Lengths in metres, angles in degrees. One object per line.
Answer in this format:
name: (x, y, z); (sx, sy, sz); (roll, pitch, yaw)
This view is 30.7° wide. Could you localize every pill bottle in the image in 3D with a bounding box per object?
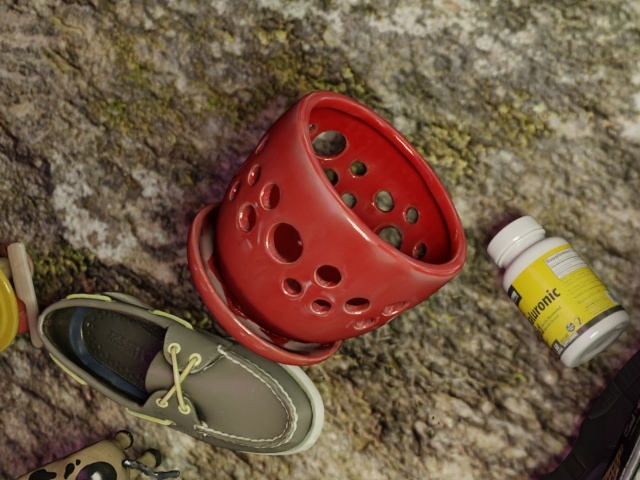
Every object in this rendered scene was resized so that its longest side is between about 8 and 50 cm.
pill bottle: (0.186, 0.038, 0.927); (0.065, 0.065, 0.116); (-45, 65, 20)

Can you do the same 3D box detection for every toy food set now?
toy food set: (-0.360, 0.054, 1.256); (0.218, 0.071, 0.128); (-5, 107, 32)

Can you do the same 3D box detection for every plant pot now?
plant pot: (0.000, 0.000, 0.976); (0.174, 0.191, 0.191); (-43, 66, 29)

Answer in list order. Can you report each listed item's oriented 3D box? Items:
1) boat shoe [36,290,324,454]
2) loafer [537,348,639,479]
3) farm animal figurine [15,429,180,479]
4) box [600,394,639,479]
boat shoe: (-0.138, 0.125, 1.096); (0.305, 0.091, 0.109); (20, 96, 31)
loafer: (0.239, 0.172, 0.886); (0.084, 0.096, 0.267); (31, 107, -13)
farm animal figurine: (-0.318, 0.319, 1.098); (0.327, 0.172, 0.330); (14, 98, 15)
box: (0.361, 0.127, 0.748); (0.295, 0.073, 0.293); (24, 95, 5)
